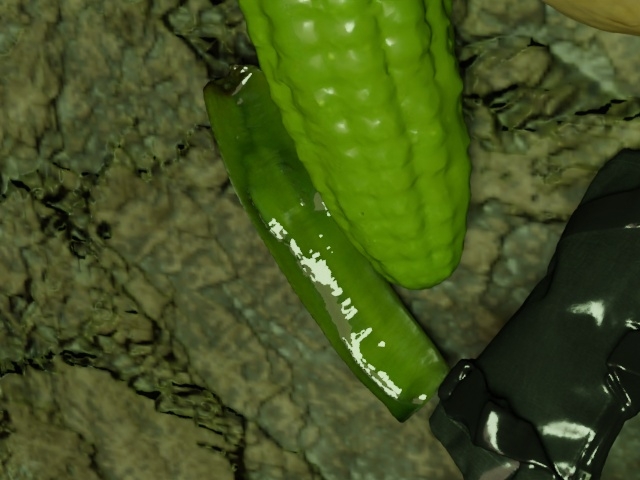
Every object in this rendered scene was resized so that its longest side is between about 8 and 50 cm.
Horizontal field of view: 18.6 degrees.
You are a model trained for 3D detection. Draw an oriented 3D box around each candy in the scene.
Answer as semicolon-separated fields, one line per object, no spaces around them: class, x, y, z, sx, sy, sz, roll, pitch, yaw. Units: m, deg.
candy;0.023;-0.070;0.892;0.097;0.096;0.209;-4;118;25

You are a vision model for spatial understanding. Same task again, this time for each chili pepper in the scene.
chili pepper;0.000;0.000;0.966;0.052;0.050;0.201;-27;104;17

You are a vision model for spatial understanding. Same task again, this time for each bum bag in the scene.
bum bag;0.122;0.035;0.870;0.087;0.197;0.049;29;169;35

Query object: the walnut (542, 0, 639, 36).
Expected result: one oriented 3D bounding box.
walnut;0.146;-0.163;0.746;0.197;0.165;0.165;-20;108;28
